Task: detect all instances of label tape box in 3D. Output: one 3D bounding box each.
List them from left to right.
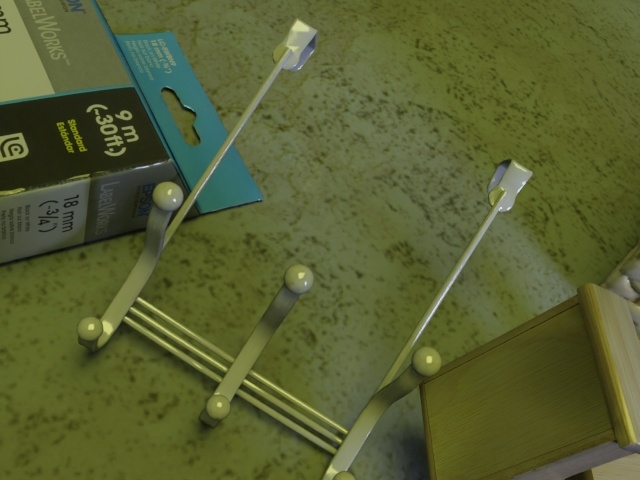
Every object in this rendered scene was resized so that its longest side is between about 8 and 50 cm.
[{"bbox_3d":[-0.231,-0.119,0.663,0.333,0.106,0.241,-16,64,-29],"label":"label tape box"}]

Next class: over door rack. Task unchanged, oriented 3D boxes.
[{"bbox_3d":[0.000,0.000,0.597,0.239,0.108,0.324,33,75,-2],"label":"over door rack"}]

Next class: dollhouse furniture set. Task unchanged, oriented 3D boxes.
[{"bbox_3d":[0.220,0.146,0.571,0.242,0.161,0.212,22,48,-31],"label":"dollhouse furniture set"}]

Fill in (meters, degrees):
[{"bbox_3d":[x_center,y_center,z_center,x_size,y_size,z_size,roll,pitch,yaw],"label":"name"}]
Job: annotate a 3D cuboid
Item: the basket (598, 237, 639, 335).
[{"bbox_3d":[0.498,0.018,0.705,0.266,0.328,0.331,-34,73,-33],"label":"basket"}]
